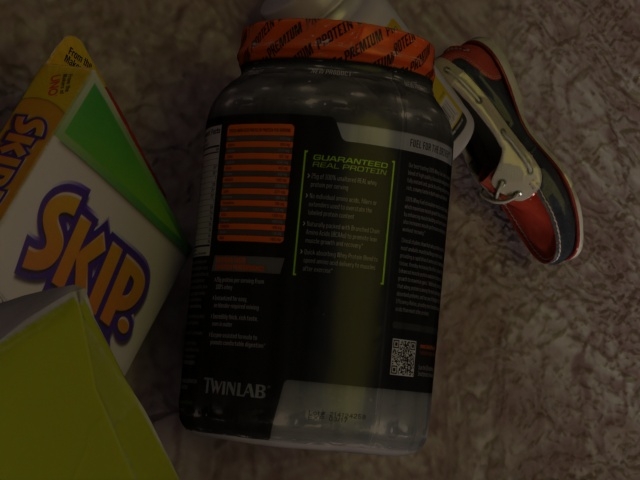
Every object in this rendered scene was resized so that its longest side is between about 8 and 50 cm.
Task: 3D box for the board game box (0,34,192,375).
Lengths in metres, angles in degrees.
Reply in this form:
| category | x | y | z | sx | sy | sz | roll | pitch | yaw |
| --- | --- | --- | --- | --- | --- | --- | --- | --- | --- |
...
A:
| category | x | y | z | sx | sy | sz | roll | pitch | yaw |
| --- | --- | --- | --- | --- | --- | --- | --- | --- | --- |
| board game box | -0.129 | 0.046 | 0.744 | 0.259 | 0.039 | 0.124 | -67 | 149 | -32 |

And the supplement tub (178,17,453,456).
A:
| category | x | y | z | sx | sy | sz | roll | pitch | yaw |
| --- | --- | --- | --- | --- | --- | --- | --- | --- | --- |
| supplement tub | 0.000 | 0.000 | 0.827 | 0.117 | 0.117 | 0.190 | 10 | 84 | -40 |

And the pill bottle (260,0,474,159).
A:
| category | x | y | z | sx | sy | sz | roll | pitch | yaw |
| --- | --- | --- | --- | --- | --- | --- | --- | --- | --- |
| pill bottle | 0.022 | -0.086 | 0.918 | 0.116 | 0.065 | 0.065 | 52 | 52 | -20 |

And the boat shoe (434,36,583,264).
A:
| category | x | y | z | sx | sy | sz | roll | pitch | yaw |
| --- | --- | --- | --- | --- | --- | --- | --- | --- | --- |
| boat shoe | 0.100 | -0.045 | 0.989 | 0.043 | 0.049 | 0.137 | -31 | 99 | -38 |

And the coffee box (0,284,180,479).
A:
| category | x | y | z | sx | sy | sz | roll | pitch | yaw |
| --- | --- | --- | --- | --- | --- | --- | --- | --- | --- |
| coffee box | -0.192 | 0.250 | 0.467 | 0.337 | 0.334 | 0.338 | -34 | 103 | -41 |
